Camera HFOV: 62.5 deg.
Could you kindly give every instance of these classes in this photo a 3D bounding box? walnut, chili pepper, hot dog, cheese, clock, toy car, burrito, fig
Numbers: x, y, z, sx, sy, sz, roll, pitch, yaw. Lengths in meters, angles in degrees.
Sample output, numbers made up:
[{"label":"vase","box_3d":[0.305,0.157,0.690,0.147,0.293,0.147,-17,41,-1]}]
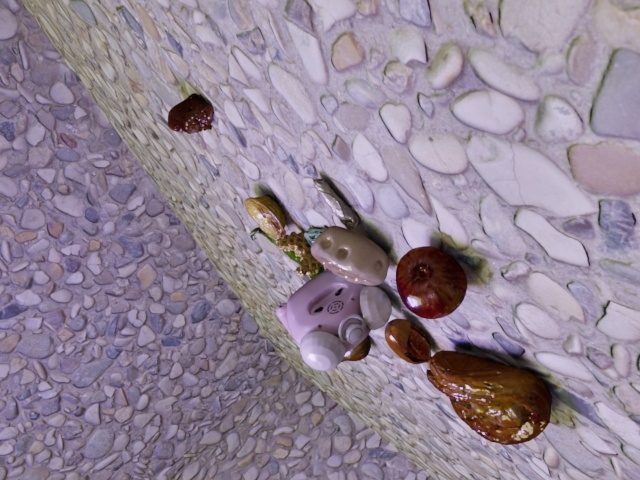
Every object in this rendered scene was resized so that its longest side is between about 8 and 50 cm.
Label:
[{"label":"walnut","box_3d":[0.289,0.333,1.712,0.207,0.116,0.115,47,162,-17]},{"label":"chili pepper","box_3d":[-0.132,0.043,2.110,0.359,0.076,0.085,35,138,23]},{"label":"hot dog","box_3d":[0.441,0.421,1.462,0.267,0.174,0.387,51,160,-15]},{"label":"cheese","box_3d":[0.089,0.050,1.547,0.235,0.117,0.218,28,169,4]},{"label":"clock","box_3d":[0.044,0.253,1.768,0.184,0.342,0.325,54,169,-32]},{"label":"toy car","box_3d":[0.000,0.000,1.772,0.093,0.058,0.186,56,159,-17]},{"label":"burrito","box_3d":[0.041,-0.108,1.497,0.188,0.045,0.058,51,160,-7]},{"label":"fig","box_3d":[0.101,0.464,2.175,0.124,0.236,0.124,52,163,23]},{"label":"fig","box_3d":[0.278,0.116,1.281,0.175,0.175,0.207,30,169,41]}]

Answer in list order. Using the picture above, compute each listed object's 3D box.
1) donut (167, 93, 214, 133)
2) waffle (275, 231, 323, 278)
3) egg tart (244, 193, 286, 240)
[{"label":"donut","box_3d":[-0.457,-0.436,1.828,0.186,0.126,0.144,38,151,27]},{"label":"waffle","box_3d":[-0.068,0.042,1.866,0.194,0.149,0.051,41,143,22]},{"label":"egg tart","box_3d":[-0.192,-0.091,1.959,0.212,0.090,0.213,43,159,21]}]
